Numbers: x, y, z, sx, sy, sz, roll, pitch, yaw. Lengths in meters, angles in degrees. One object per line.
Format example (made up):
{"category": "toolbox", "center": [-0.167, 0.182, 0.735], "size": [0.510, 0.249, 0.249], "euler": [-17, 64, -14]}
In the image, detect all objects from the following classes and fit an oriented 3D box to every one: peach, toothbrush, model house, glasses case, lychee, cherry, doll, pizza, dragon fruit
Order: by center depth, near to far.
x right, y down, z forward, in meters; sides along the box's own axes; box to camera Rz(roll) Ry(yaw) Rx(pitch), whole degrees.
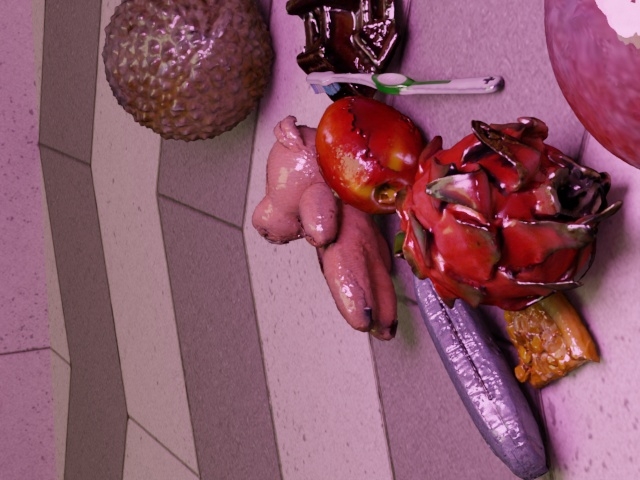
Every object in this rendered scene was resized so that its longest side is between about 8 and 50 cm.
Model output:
{"category": "cherry", "center": [0.291, -0.178, 1.132], "size": [0.285, 0.213, 0.236], "euler": [100, 159, -49]}
{"category": "dragon fruit", "center": [0.191, -0.026, 1.404], "size": [0.274, 0.193, 0.192], "euler": [-14, 86, 40]}
{"category": "pizza", "center": [0.233, 0.103, 1.508], "size": [0.178, 0.041, 0.131], "euler": [58, 146, 41]}
{"category": "glasses case", "center": [0.176, 0.142, 1.565], "size": [0.109, 0.067, 0.282], "euler": [48, -168, -55]}
{"category": "toothbrush", "center": [0.092, -0.185, 1.650], "size": [0.304, 0.030, 0.030], "euler": [6, 102, 46]}
{"category": "peach", "center": [0.062, -0.115, 1.701], "size": [0.172, 0.127, 0.092], "euler": [63, 146, 28]}
{"category": "model house", "center": [0.039, -0.243, 1.748], "size": [0.165, 0.106, 0.152], "euler": [172, 93, -68]}
{"category": "doll", "center": [0.000, 0.000, 1.772], "size": [0.156, 0.201, 0.303], "euler": [-24, 59, 17]}
{"category": "lychee", "center": [-0.193, -0.271, 2.049], "size": [0.274, 0.255, 0.255], "euler": [-169, 74, -76]}
